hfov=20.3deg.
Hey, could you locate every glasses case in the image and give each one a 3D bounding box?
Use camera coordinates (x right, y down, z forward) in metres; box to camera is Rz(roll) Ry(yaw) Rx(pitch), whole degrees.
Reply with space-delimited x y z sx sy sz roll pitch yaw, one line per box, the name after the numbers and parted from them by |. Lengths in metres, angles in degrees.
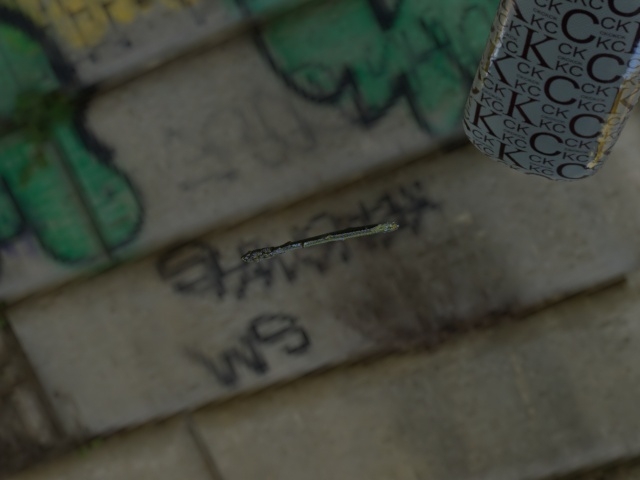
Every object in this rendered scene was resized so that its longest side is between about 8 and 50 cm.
0.208 -0.164 1.465 0.354 0.137 0.085 104 6 -59 | glasses case

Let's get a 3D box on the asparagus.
0.000 0.000 1.785 0.166 0.016 0.013 -11 150 -13 | asparagus
